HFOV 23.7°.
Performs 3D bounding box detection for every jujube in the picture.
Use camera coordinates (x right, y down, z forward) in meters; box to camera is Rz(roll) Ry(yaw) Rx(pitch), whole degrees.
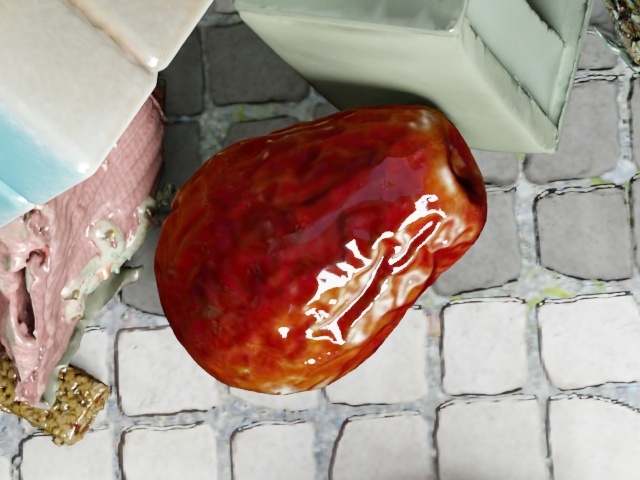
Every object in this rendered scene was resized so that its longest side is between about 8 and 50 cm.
[{"bbox_3d":[0.000,0.000,1.106,0.255,0.190,0.190,-28,74,22],"label":"jujube"}]

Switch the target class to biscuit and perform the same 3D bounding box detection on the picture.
[{"bbox_3d":[-0.263,0.095,1.217,0.199,0.034,0.064,29,83,15],"label":"biscuit"}]

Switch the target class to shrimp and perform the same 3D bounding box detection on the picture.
[{"bbox_3d":[0.268,-0.133,1.179,0.082,0.076,0.174,-37,75,42],"label":"shrimp"}]

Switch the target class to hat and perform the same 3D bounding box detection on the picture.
[{"bbox_3d":[-0.168,-0.032,1.149,0.107,0.237,0.286,16,48,0],"label":"hat"}]

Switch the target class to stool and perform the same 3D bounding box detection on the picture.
[{"bbox_3d":[0.092,-0.227,1.107,0.170,0.243,0.270,11,79,26],"label":"stool"}]

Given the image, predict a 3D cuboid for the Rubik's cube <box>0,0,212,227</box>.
[{"bbox_3d":[-0.245,-0.210,0.956,0.316,0.322,0.319,41,60,-19],"label":"Rubik's cube"}]
